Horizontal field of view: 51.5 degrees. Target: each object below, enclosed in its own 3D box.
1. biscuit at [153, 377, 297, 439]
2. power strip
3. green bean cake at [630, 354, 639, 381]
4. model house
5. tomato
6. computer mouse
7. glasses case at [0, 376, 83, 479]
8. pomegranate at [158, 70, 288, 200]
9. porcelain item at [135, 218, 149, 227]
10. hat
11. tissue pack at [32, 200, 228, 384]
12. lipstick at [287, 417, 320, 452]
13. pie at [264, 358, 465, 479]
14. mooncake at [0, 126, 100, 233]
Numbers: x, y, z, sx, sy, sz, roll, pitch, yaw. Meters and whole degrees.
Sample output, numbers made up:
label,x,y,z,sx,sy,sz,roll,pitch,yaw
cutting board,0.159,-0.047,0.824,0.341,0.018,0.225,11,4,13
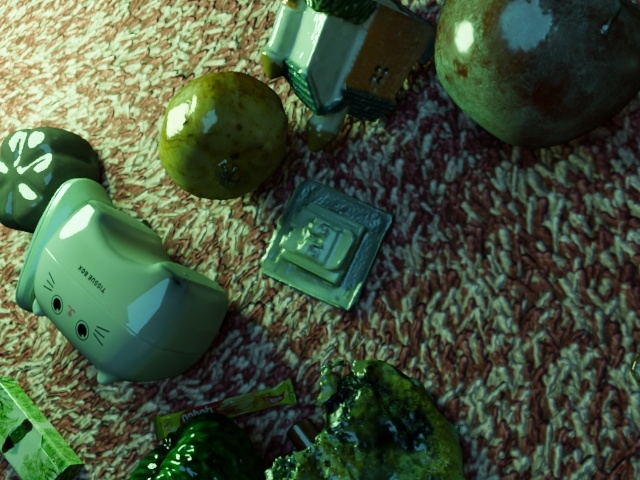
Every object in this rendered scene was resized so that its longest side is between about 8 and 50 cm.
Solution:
label,x,y,z,sx,sy,sz,roll,pitch,yaw
biscuit,-0.175,0.306,1.199,0.292,0.026,0.048,-19,90,17
power strip,0.000,0.000,1.181,0.213,0.064,0.198,22,88,25
green bean cake,0.523,0.183,0.921,0.135,0.056,0.136,-45,65,5
model house,0.023,-0.310,1.179,0.190,0.271,0.301,47,120,47
tomato,0.325,-0.292,0.985,0.282,0.316,0.317,-50,62,31
computer mouse,-0.525,0.008,1.344,0.097,0.159,0.288,26,87,21
glasses case,-0.595,0.394,1.330,0.272,0.062,0.095,36,92,26
pomegranate,-0.175,-0.188,1.214,0.248,0.248,0.248,-6,75,21
porcelain item,-0.396,-0.028,1.375,0.083,0.028,0.036,-3,59,23
hat,-0.161,0.466,1.057,0.242,0.274,0.332,-37,94,21
tissue pack,-0.355,0.106,1.209,0.333,0.229,0.236,36,91,26
lipstick,0.049,0.409,1.048,0.081,0.081,0.300,-43,66,8
pie,0.064,0.358,0.990,0.296,0.078,0.371,32,58,11
mooncake,-0.604,-0.131,1.435,0.245,0.133,0.245,-5,79,28
